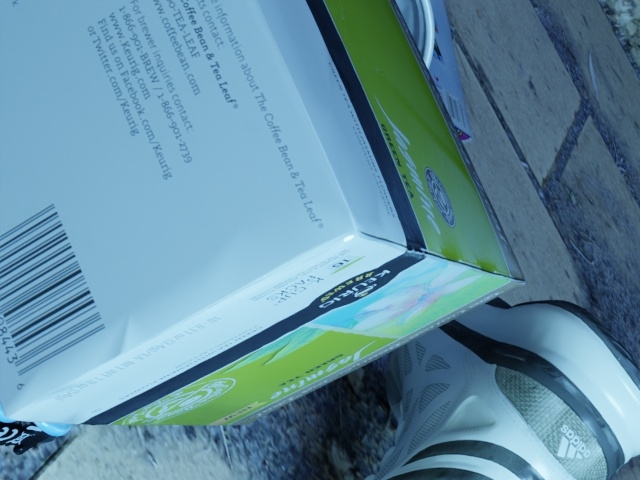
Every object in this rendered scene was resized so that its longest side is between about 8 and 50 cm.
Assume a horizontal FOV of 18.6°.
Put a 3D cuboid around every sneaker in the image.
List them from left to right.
[{"bbox_3d":[0.069,0.168,1.471,0.169,0.257,0.447,51,-12,-4],"label":"sneaker"}]

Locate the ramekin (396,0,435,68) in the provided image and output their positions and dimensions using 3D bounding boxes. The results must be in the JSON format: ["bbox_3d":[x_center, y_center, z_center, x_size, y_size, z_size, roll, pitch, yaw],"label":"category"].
[{"bbox_3d":[-0.009,-0.183,1.625,0.207,0.207,0.109,58,13,-16],"label":"ramekin"}]

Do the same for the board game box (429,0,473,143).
[{"bbox_3d":[0.037,-0.277,1.980,0.318,0.066,0.318,28,48,-59],"label":"board game box"}]

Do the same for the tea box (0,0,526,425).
[{"bbox_3d":[-0.077,-0.083,1.121,0.329,0.220,0.323,66,18,15],"label":"tea box"}]

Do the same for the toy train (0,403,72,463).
[{"bbox_3d":[-0.203,0.063,1.035,0.184,0.080,0.105,23,39,-60],"label":"toy train"}]
